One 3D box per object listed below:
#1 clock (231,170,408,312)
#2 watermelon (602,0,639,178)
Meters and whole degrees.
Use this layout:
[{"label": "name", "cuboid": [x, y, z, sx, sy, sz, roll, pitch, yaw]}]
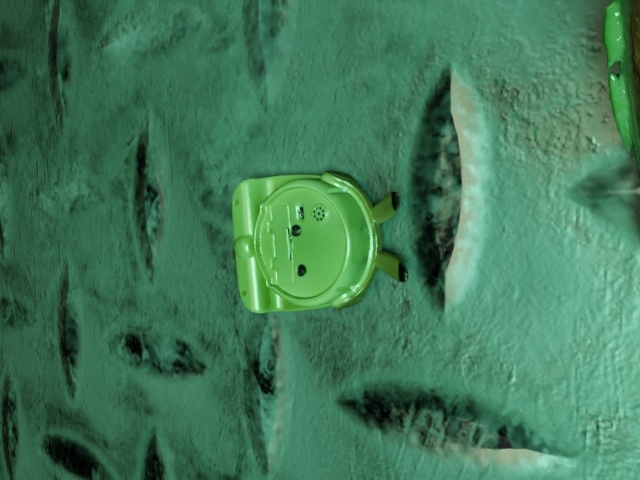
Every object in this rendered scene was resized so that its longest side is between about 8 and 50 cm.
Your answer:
[{"label": "clock", "cuboid": [0.000, 0.000, 0.629, 0.232, 0.069, 0.170, -5, 90, 36]}, {"label": "watermelon", "cuboid": [0.303, -0.012, 0.349, 0.222, 0.319, 0.292, 109, 169, -49]}]
